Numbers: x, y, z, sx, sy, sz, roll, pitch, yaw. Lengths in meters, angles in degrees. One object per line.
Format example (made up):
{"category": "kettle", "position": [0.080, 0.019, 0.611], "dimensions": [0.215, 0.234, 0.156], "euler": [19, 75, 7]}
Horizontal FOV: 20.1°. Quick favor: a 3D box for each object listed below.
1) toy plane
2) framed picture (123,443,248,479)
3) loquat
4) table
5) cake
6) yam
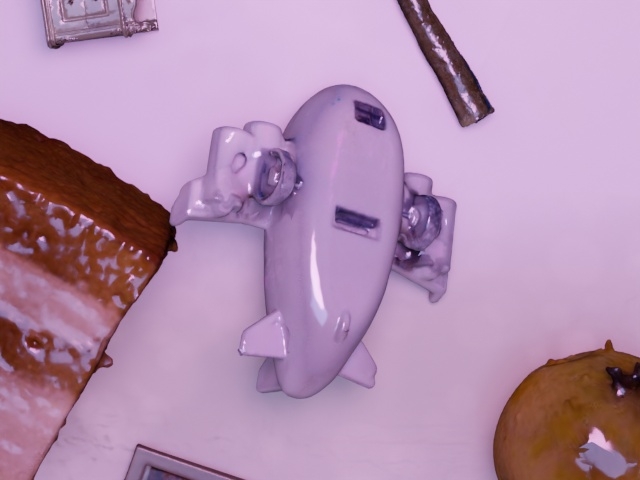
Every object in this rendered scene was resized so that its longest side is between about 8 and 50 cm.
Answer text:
{"category": "toy plane", "position": [0.000, 0.000, 1.370], "dimensions": [0.245, 0.117, 0.244], "euler": [6, 78, -31]}
{"category": "framed picture", "position": [-0.103, 0.306, 1.453], "dimensions": [0.184, 0.016, 0.250], "euler": [20, 94, -4]}
{"category": "loquat", "position": [0.215, 0.176, 1.385], "dimensions": [0.172, 0.149, 0.204], "euler": [16, 109, -4]}
{"category": "table", "position": [-0.171, -0.191, 1.383], "dimensions": [0.083, 0.062, 0.079], "euler": [-8, 96, -1]}
{"category": "cake", "position": [-0.252, 0.069, 1.344], "dimensions": [0.196, 0.199, 0.293], "euler": [28, 98, -9]}
{"category": "yam", "position": [0.095, -0.151, 1.410], "dimensions": [0.033, 0.027, 0.129], "euler": [-22, 99, 40]}
